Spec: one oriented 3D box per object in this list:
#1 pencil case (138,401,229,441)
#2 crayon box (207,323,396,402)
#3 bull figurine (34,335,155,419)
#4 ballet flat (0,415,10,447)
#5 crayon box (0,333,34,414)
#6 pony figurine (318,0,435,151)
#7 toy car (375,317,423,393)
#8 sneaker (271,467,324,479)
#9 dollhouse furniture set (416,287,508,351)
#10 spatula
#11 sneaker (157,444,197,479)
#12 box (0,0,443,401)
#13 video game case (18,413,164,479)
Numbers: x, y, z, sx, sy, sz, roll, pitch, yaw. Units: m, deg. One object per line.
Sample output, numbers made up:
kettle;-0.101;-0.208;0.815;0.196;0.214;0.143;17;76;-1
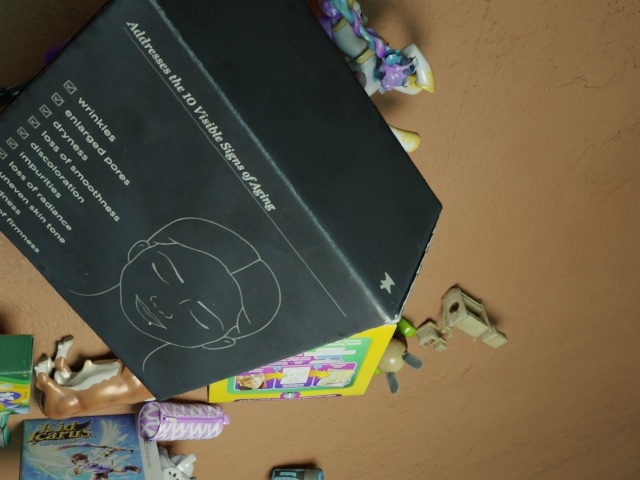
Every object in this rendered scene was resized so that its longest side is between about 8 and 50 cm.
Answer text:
pencil case;-0.308;0.403;1.402;0.088;0.086;0.206;-28;152;27
crayon box;-0.056;0.225;1.334;0.363;0.106;0.313;0;140;-12
bull figurine;-0.434;0.279;1.310;0.310;0.101;0.188;-15;116;-18
ballet flat;-0.667;0.381;1.300;0.041;0.041;0.114;1;114;-24
crayon box;-0.702;0.252;1.142;0.323;0.083;0.203;4;143;-24
pony figurine;0.045;-0.268;1.159;0.363;0.303;0.351;32;93;-47
toy car;0.175;0.279;1.514;0.149;0.188;0.155;35;99;-32
sneaker;-0.069;0.736;1.707;0.140;0.125;0.340;6;119;4
dollhouse furniture set;0.363;0.229;1.648;0.182;0.101;0.161;32;124;-33
spatula;-0.501;-0.253;1.051;0.296;0.030;0.084;-28;125;-8
sneaker;-0.410;0.611;1.454;0.137;0.210;0.366;45;133;-2
box;-0.168;-0.074;0.902;0.472;0.297;0.480;-24;110;37
video game case;-0.474;0.462;1.298;0.270;0.244;0.061;3;112;-25
